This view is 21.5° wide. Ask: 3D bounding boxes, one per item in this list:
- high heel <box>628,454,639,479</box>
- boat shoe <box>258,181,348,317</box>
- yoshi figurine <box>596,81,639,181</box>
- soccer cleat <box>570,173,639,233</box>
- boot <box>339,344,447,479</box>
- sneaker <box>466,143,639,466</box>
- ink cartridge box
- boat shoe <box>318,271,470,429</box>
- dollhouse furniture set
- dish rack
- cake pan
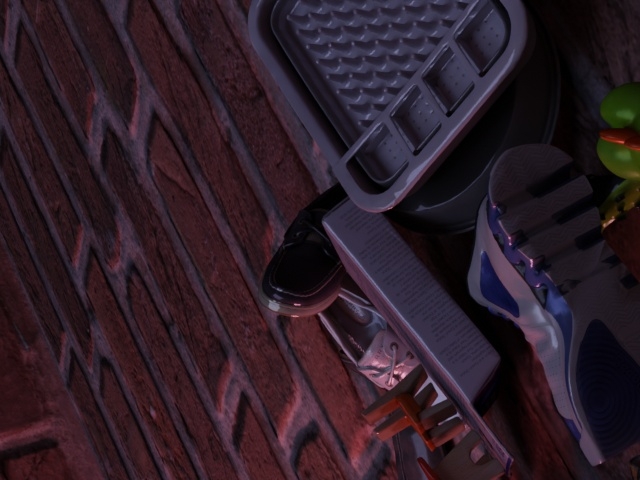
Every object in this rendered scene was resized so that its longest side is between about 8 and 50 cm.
[{"bbox_3d":[0.359,0.192,1.637,0.186,0.093,0.261,43,146,49],"label":"high heel"},{"bbox_3d":[0.000,0.000,2.133,0.103,0.285,0.092,19,122,15],"label":"boat shoe"},{"bbox_3d":[0.400,-0.071,1.359,0.362,0.203,0.203,20,164,45],"label":"yoshi figurine"},{"bbox_3d":[0.278,-0.042,1.714,0.179,0.060,0.072,122,130,-62],"label":"soccer cleat"},{"bbox_3d":[0.106,0.240,2.254,0.190,0.076,0.208,11,120,63],"label":"boot"},{"bbox_3d":[0.243,0.064,1.693,0.182,0.127,0.315,135,112,-76],"label":"sneaker"},{"bbox_3d":[0.137,0.113,1.911,0.330,0.071,0.324,51,177,12],"label":"ink cartridge box"},{"bbox_3d":[0.085,0.144,2.119,0.277,0.096,0.098,40,111,26],"label":"boat shoe"},{"bbox_3d":[0.157,0.312,1.961,0.262,0.135,0.259,52,177,24],"label":"dollhouse furniture set"},{"bbox_3d":[0.079,-0.224,1.777,0.285,0.072,0.332,-51,55,28],"label":"dish rack"},{"bbox_3d":[0.124,-0.153,1.817,0.293,0.054,0.293,-6,81,41],"label":"cake pan"}]
